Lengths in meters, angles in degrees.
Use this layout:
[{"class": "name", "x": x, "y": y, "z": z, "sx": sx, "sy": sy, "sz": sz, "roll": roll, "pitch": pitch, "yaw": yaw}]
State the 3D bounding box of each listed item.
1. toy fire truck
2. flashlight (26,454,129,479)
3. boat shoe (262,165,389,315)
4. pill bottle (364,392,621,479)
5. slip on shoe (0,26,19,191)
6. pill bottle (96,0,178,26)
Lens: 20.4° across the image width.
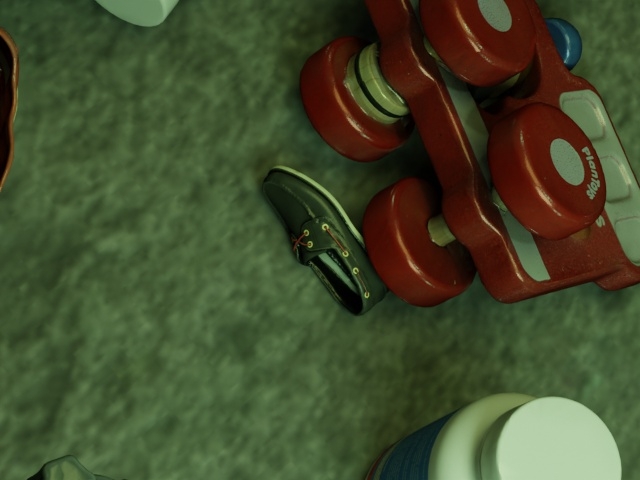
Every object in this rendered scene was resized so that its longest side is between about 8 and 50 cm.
[{"class": "toy fire truck", "x": 0.145, "y": -0.092, "z": 1.404, "sx": 0.254, "sy": 0.169, "sz": 0.302, "roll": -9, "pitch": 73, "yaw": -50}, {"class": "flashlight", "x": -0.167, "y": 0.216, "z": 1.098, "sx": 0.103, "sy": 0.304, "sz": 0.103, "roll": 24, "pitch": 68, "yaw": -12}, {"class": "boat shoe", "x": 0.001, "y": -0.001, "z": 1.368, "sx": 0.133, "sy": 0.049, "sz": 0.042, "roll": 49, "pitch": 56, "yaw": -4}, {"class": "pill bottle", "x": 0.119, "y": 0.176, "z": 1.257, "sx": 0.124, "sy": 0.221, "sz": 0.124, "roll": 6, "pitch": 71, "yaw": -17}, {"class": "slip on shoe", "x": -0.279, "y": -0.010, "z": 1.245, "sx": 0.123, "sy": 0.101, "sz": 0.331, "roll": 17, "pitch": 69, "yaw": -15}, {"class": "pill bottle", "x": -0.106, "y": -0.260, "z": 1.381, "sx": 0.112, "sy": 0.112, "sz": 0.187, "roll": 35, "pitch": 65, "yaw": -6}]
